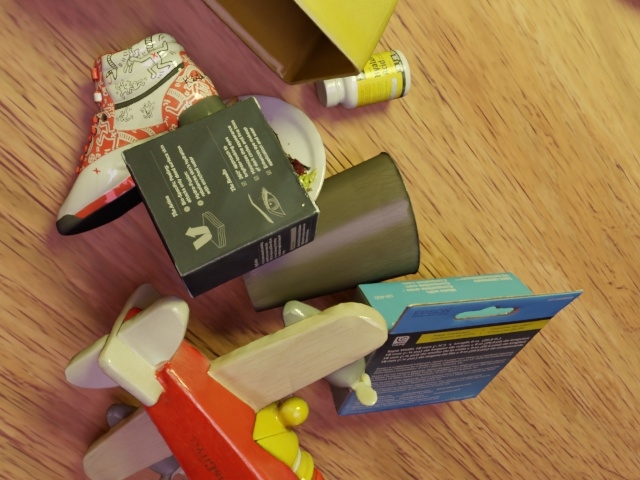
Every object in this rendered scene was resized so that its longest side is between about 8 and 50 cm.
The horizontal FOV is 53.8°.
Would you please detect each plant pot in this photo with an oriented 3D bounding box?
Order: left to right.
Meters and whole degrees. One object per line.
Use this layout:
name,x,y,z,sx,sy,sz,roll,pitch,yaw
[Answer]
plant pot,-0.015,-0.323,0.713,0.212,0.212,0.187,42,81,-25

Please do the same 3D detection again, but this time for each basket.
basket,0.000,0.000,0.849,0.227,0.154,0.204,-18,146,-6

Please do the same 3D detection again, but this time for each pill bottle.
pill bottle,0.056,-0.212,0.841,0.116,0.065,0.065,-16,112,-12

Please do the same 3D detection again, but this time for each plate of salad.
plate of salad,-0.093,-0.096,0.787,0.200,0.048,0.200,-2,74,6

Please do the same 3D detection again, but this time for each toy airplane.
toy airplane,-0.126,0.214,0.819,0.386,0.272,0.384,14,109,14

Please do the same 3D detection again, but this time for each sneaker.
sneaker,-0.246,-0.130,0.768,0.270,0.090,0.145,-35,87,18

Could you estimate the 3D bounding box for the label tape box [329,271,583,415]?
label tape box,0.161,0.123,0.878,0.241,0.106,0.333,-3,145,-17

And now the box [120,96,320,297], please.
box,-0.107,-0.047,0.691,0.158,0.093,0.156,-25,74,-12
